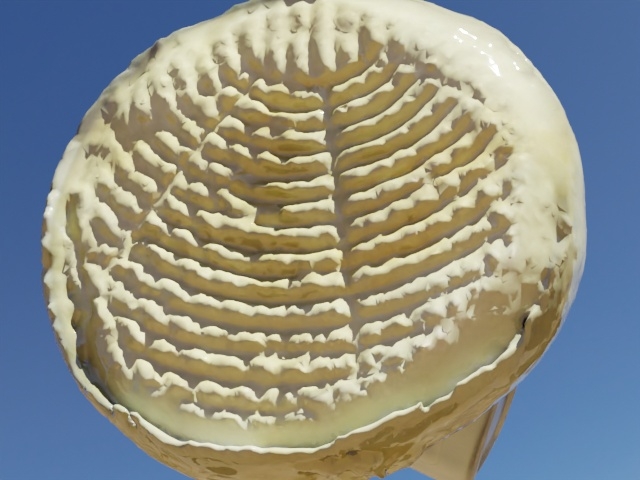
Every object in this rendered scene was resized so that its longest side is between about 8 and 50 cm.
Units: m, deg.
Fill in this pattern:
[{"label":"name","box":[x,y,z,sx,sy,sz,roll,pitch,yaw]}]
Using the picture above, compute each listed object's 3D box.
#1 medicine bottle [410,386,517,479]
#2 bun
[{"label":"medicine bottle","box":[0.019,0.086,0.840,0.124,0.324,0.179,-45,-30,-49]},{"label":"bun","box":[-0.001,0.004,0.644,0.364,0.364,0.202,-19,-29,5]}]
